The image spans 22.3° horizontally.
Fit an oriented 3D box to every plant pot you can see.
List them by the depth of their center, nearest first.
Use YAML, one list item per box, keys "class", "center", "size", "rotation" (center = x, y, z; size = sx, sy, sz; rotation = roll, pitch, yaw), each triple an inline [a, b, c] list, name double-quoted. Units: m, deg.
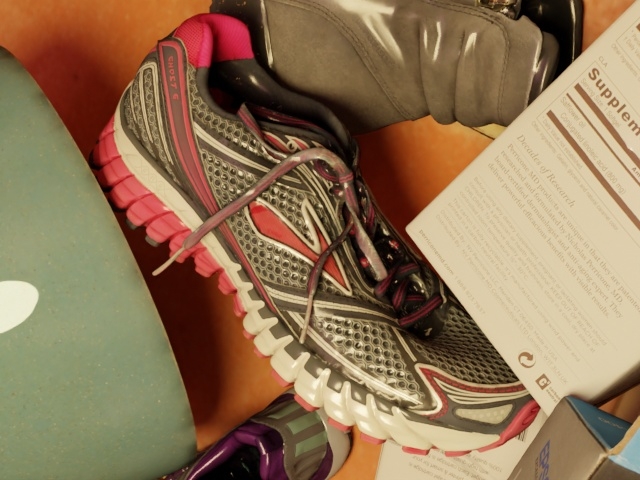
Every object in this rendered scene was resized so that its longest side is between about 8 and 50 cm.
- class: "plant pot"
  center: [-0.228, 0.052, 0.998]
  size: [0.290, 0.195, 0.290]
  rotation: [55, 162, 28]

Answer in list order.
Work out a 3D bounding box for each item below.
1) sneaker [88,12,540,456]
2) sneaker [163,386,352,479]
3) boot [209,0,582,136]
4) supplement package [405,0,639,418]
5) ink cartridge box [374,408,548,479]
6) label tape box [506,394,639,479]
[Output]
- class: "sneaker"
  center: [0.000, 0.000, 0.882]
  size: [0.299, 0.121, 0.112]
  rotation: [41, 120, 14]
- class: "sneaker"
  center: [-0.080, 0.175, 1.059]
  size: [0.083, 0.098, 0.223]
  rotation: [51, 121, 17]
- class: "boot"
  center: [0.037, -0.220, 0.923]
  size: [0.223, 0.118, 0.338]
  rotation: [-4, 107, 32]
- class: "supplement package"
  center: [0.189, -0.040, 0.819]
  size: [0.244, 0.139, 0.134]
  rotation: [-45, 73, 30]
- class: "ink cartridge box"
  center: [0.094, 0.115, 0.958]
  size: [0.099, 0.056, 0.135]
  rotation: [22, 109, 30]
- class: "label tape box"
  center: [0.198, 0.190, 0.791]
  size: [0.241, 0.106, 0.333]
  rotation: [25, 121, -5]
